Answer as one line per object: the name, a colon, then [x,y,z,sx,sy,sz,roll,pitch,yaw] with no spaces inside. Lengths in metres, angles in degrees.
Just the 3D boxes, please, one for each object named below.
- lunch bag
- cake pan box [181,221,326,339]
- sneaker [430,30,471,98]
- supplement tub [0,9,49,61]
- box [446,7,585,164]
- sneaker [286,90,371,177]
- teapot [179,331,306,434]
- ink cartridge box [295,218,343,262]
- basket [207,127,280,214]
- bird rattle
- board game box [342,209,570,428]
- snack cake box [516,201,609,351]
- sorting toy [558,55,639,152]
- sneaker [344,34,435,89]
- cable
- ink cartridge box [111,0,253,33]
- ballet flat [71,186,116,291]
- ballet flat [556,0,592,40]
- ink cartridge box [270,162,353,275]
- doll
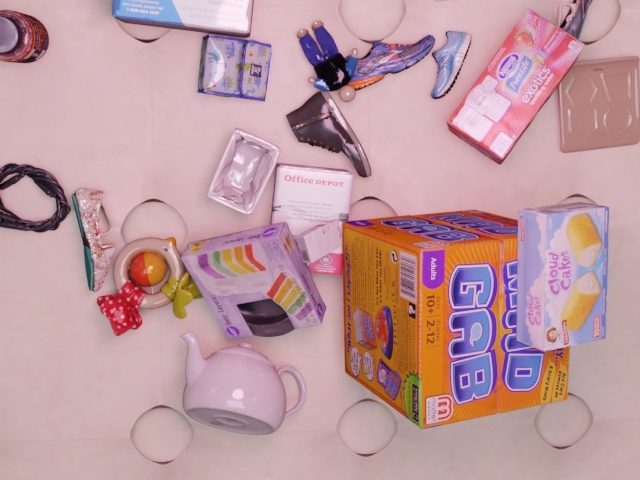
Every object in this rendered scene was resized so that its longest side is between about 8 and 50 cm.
lunch bag: [-0.185,-0.376,1.800,0.151,0.096,0.129,5,98,-20]
cake pan box: [-0.143,0.098,1.827,0.245,0.070,0.267,-9,124,22]
sneaker: [0.282,-0.398,1.859,0.073,0.063,0.162,23,94,9]
supplement tub: [-0.632,-0.419,1.695,0.106,0.198,0.106,-1,102,-5]
box: [0.425,-0.333,1.815,0.154,0.142,0.300,35,96,8]
sneaker: [0.021,-0.220,1.858,0.118,0.083,0.222,-31,93,7]
teapot: [-0.182,0.328,1.888,0.252,0.256,0.187,4,62,15]
ink cartridge box: [0.000,0.000,1.799,0.115,0.029,0.063,-29,110,-43]
basket: [-0.171,-0.156,1.834,0.113,0.103,0.167,24,97,-9]
bird rattle: [-0.392,0.098,1.880,0.253,0.143,0.207,-11,90,11]
board game box: [0.280,0.143,1.759,0.356,0.356,0.357,-6,102,-23]
snack cake box: [0.463,0.066,1.578,0.152,0.089,0.264,-8,103,-24]
sorting toy: [0.646,-0.316,1.913,0.193,0.038,0.208,-7,106,-3]
sneaker: [0.151,-0.410,1.827,0.221,0.083,0.087,-24,99,-2]
cable: [-0.649,-0.094,1.840,0.184,0.047,0.151,8,95,-4]
ink cartridge box: [-0.267,-0.639,1.700,0.285,0.166,0.395,5,100,-6]
ballet flat: [-0.501,-0.003,1.849,0.077,0.091,0.241,-12,106,-23]
ballet flat: [0.575,-0.531,1.846,0.074,0.074,0.203,19,101,-8]
ink cartridge box: [-0.027,-0.051,1.869,0.172,0.100,0.237,5,101,-6]
doll: [0.025,-0.389,1.805,0.129,0.046,0.189,-28,82,3]
